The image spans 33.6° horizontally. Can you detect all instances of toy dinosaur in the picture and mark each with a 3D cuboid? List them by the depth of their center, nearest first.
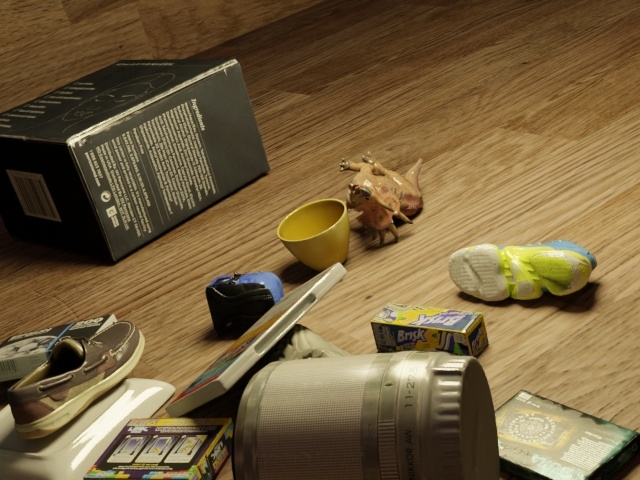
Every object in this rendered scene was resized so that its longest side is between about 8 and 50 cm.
[{"bbox_3d":[0.129,-0.080,2.024,0.295,0.127,0.200,-15,28,-43],"label":"toy dinosaur"}]

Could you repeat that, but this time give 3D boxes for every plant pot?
[{"bbox_3d":[0.000,0.000,1.931,0.134,0.095,0.134,-18,28,10],"label":"plant pot"}]

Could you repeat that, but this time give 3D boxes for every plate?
[{"bbox_3d":[-0.408,0.281,1.641,0.277,0.045,0.278,0,27,33],"label":"plate"}]

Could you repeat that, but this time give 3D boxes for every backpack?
[{"bbox_3d":[-0.120,0.097,1.801,0.120,0.098,0.101,-7,21,22],"label":"backpack"}]

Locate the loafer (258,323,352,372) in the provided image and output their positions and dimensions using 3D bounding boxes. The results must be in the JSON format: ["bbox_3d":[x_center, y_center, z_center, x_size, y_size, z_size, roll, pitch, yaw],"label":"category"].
[{"bbox_3d":[-0.007,0.196,1.516,0.112,0.111,0.319,-55,17,-4],"label":"loafer"}]

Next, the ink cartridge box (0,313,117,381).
[{"bbox_3d":[-0.463,0.181,1.854,0.206,0.045,0.208,-12,11,9],"label":"ink cartridge box"}]

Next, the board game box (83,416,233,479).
[{"bbox_3d":[-0.219,0.304,1.466,0.170,0.048,0.141,-5,24,25],"label":"board game box"}]

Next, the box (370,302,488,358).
[{"bbox_3d":[0.163,0.137,1.588,0.169,0.054,0.059,4,31,37],"label":"box"}]

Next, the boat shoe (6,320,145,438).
[{"bbox_3d":[-0.375,0.194,1.640,0.103,0.092,0.285,-1,26,32],"label":"boat shoe"}]

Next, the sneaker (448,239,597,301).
[{"bbox_3d":[0.326,0.045,1.678,0.240,0.091,0.126,5,13,40],"label":"sneaker"}]

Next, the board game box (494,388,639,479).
[{"bbox_3d":[0.279,0.249,1.299,0.126,0.026,0.186,-30,28,-29],"label":"board game box"}]

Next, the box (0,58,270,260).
[{"bbox_3d":[-0.466,-0.209,2.449,0.480,0.297,0.472,10,36,46],"label":"box"}]

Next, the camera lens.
[{"bbox_3d":[0.051,0.242,1.218,0.274,0.219,0.219,-7,25,20],"label":"camera lens"}]

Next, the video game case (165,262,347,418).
[{"bbox_3d":[-0.097,0.151,1.599,0.285,0.025,0.204,-42,5,-35],"label":"video game case"}]
